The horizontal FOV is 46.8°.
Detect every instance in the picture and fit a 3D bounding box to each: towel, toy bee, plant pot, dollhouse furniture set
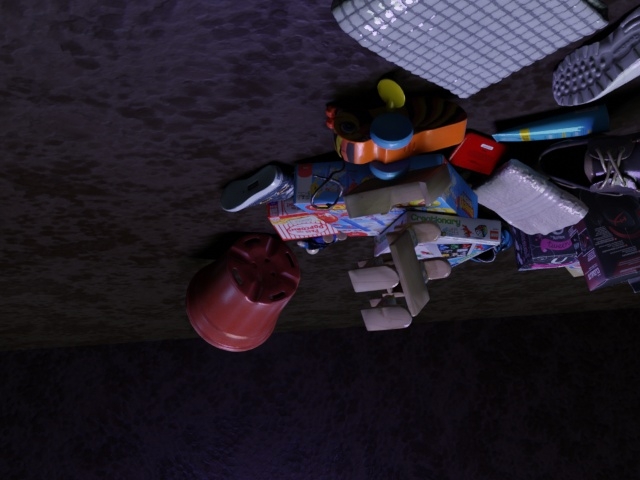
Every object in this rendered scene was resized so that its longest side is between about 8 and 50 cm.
[{"bbox_3d":[0.427,-0.085,1.571,0.187,0.049,0.282,32,171,-1],"label":"towel"},{"bbox_3d":[0.182,-0.304,0.882,0.283,0.121,0.235,13,154,-42],"label":"towel"},{"bbox_3d":[0.087,-0.188,1.237,0.298,0.162,0.195,-11,140,-34],"label":"toy bee"},{"bbox_3d":[-0.194,0.126,1.975,0.272,0.273,0.265,3,154,-25],"label":"plant pot"},{"bbox_3d":[0.163,0.007,1.304,0.161,0.242,0.212,-9,-163,33],"label":"dollhouse furniture set"}]

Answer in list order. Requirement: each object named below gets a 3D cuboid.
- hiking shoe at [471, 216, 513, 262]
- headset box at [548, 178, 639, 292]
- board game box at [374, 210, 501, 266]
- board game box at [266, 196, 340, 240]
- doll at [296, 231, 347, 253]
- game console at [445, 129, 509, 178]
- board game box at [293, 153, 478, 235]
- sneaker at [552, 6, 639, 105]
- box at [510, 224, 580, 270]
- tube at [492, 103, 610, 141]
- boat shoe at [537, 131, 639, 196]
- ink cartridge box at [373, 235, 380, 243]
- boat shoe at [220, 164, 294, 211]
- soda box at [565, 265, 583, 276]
[{"bbox_3d":[0.418,0.010,1.927,0.304,0.132,0.113,11,136,-46],"label":"hiking shoe"},{"bbox_3d":[0.637,-0.040,1.543,0.218,0.293,0.110,-16,164,-3],"label":"headset box"},{"bbox_3d":[0.240,0.003,1.591,0.192,0.053,0.305,6,169,-7],"label":"board game box"},{"bbox_3d":[-0.037,-0.055,1.757,0.146,0.045,0.193,-7,163,7],"label":"board game box"},{"bbox_3d":[0.000,0.000,1.949,0.129,0.046,0.189,-10,172,-20],"label":"doll"},{"bbox_3d":[0.288,-0.180,1.502,0.144,0.085,0.124,9,127,-41],"label":"game console"},{"bbox_3d":[0.144,-0.085,1.545,0.308,0.086,0.302,-2,168,25],"label":"board game box"},{"bbox_3d":[0.461,-0.272,1.139,0.094,0.090,0.235,-6,168,-32],"label":"sneaker"},{"bbox_3d":[0.623,-0.023,1.867,0.247,0.164,0.142,-6,164,-1],"label":"box"},{"bbox_3d":[0.430,-0.212,1.389,0.207,0.052,0.080,-8,170,20],"label":"tube"},{"bbox_3d":[0.538,-0.130,1.345,0.130,0.132,0.355,-16,-170,-21],"label":"boat shoe"},{"bbox_3d":[0.221,0.011,1.980,0.143,0.090,0.092,-6,164,-2],"label":"ink cartridge box"},{"bbox_3d":[-0.125,-0.099,1.546,0.183,0.065,0.083,-21,156,39],"label":"boat shoe"},{"bbox_3d":[0.701,0.050,2.018,0.061,0.058,0.181,-11,160,25],"label":"soda box"}]
